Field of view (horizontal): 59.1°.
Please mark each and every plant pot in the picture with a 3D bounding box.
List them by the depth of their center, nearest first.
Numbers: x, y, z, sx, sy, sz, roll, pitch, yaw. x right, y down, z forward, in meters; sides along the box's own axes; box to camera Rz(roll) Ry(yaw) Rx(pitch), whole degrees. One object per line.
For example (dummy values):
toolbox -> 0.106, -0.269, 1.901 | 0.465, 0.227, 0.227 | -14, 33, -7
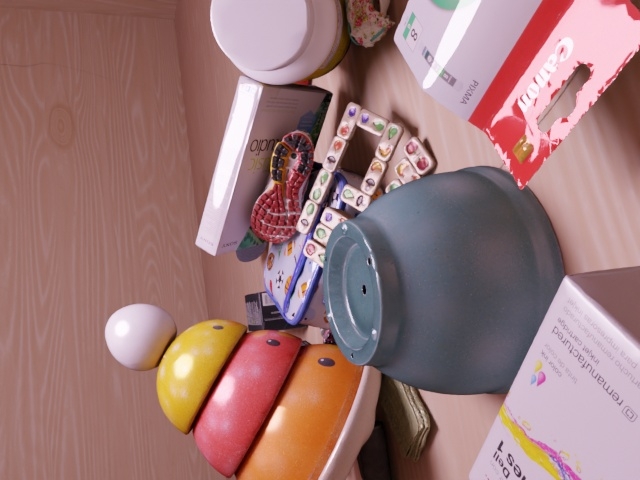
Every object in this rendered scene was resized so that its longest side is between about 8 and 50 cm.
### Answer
plant pot -> 0.120, 0.056, 0.705 | 0.293, 0.196, 0.294 | 176, 90, -70

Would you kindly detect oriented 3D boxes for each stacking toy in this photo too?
stacking toy -> -0.164, 0.255, 0.993 | 0.351, 0.479, 0.350 | -61, 1, 3

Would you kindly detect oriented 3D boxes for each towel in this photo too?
towel -> 0.137, 0.278, 0.939 | 0.148, 0.027, 0.110 | -117, 30, -45

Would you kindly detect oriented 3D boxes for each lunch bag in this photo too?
lunch bag -> 0.000, 0.000, 1.051 | 0.304, 0.114, 0.243 | -71, 24, 12

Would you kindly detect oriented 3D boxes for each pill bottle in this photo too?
pill bottle -> -0.056, -0.353, 0.923 | 0.334, 0.187, 0.188 | -59, -26, -70

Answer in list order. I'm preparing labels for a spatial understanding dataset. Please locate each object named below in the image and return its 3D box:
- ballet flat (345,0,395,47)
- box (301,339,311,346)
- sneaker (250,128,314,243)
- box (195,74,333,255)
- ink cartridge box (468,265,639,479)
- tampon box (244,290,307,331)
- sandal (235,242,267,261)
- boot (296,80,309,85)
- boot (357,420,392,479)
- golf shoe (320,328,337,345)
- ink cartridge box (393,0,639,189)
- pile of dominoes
ballet flat -> 0.076, -0.437, 0.925 | 0.077, 0.091, 0.241 | -14, 84, 38
box -> -0.014, 0.368, 1.312 | 0.270, 0.060, 0.217 | -169, 76, -69
sneaker -> -0.058, -0.093, 1.016 | 0.093, 0.087, 0.225 | -73, 7, -63
box -> -0.102, -0.138, 1.066 | 0.058, 0.232, 0.322 | 31, 114, 24
ink cartridge box -> 0.257, 0.192, 0.472 | 0.201, 0.116, 0.278 | -120, 32, -49
tampon box -> -0.118, 0.181, 1.469 | 0.161, 0.120, 0.102 | 160, 104, -69
sandal -> -0.200, -0.058, 1.704 | 0.054, 0.097, 0.255 | -124, 44, -74
boot -> -0.037, -0.388, 1.205 | 0.176, 0.088, 0.245 | -130, 44, -55
boot -> 0.112, 0.431, 0.992 | 0.189, 0.075, 0.209 | 158, 114, -66
golf shoe -> 0.028, 0.136, 1.146 | 0.086, 0.067, 0.186 | -114, 29, -43
ink cartridge box -> 0.155, -0.185, 0.506 | 0.181, 0.056, 0.225 | 114, 144, -51
pile of dominoes -> 0.056, -0.071, 0.883 | 0.196, 0.040, 0.251 | 34, 108, 35
